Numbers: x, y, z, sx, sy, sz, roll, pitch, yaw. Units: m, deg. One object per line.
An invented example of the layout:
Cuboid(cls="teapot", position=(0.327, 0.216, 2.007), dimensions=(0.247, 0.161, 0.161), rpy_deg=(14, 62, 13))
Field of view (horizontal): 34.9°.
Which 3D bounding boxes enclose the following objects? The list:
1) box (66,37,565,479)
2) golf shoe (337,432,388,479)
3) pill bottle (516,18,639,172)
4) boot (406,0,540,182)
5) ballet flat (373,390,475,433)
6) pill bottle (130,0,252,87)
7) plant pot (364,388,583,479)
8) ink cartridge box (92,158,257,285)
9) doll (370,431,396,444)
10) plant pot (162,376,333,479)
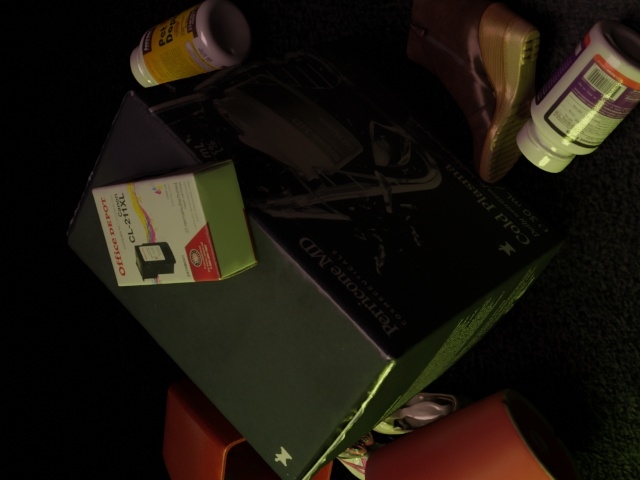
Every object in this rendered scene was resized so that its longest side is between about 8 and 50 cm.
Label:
Cuboid(cls="box", position=(0.000, 0.000, 1.429), dimensions=(0.480, 0.471, 0.297), rpy_deg=(44, 130, 16))
Cuboid(cls="golf shoe", position=(0.099, 0.383, 1.732), dimensions=(0.186, 0.067, 0.086), rpy_deg=(33, 141, 25))
Cuboid(cls="pill bottle", position=(0.342, -0.181, 1.320), dimensions=(0.108, 0.108, 0.193), rpy_deg=(48, 131, 13))
Cuboid(cls="boot", position=(0.207, -0.227, 1.447), dimensions=(0.207, 0.090, 0.248), rpy_deg=(33, 128, 39))
Cuboid(cls="ballet flat", position=(0.144, 0.282, 1.689), dimensions=(0.248, 0.086, 0.086), rpy_deg=(-8, 103, 39))
Cuboid(cls="pill bottle", position=(-0.224, -0.323, 1.716), dimensions=(0.215, 0.117, 0.117), rpy_deg=(-14, 99, 42))
Cuboid(cls="plant pot", position=(0.240, 0.367, 1.520), dimensions=(0.243, 0.275, 0.275), rpy_deg=(-40, 80, 17))
Cuboid(cls="ink cartridge box", position=(-0.173, -0.017, 1.196), dimensions=(0.175, 0.072, 0.127), rpy_deg=(-6, 103, 38))
Cuboid(cls="doll", position=(0.136, 0.392, 1.767), dimensions=(0.189, 0.046, 0.129), rpy_deg=(29, 112, 27))
Cuboid(cls="plant pot", position=(-0.148, 0.368, 1.863), dimensions=(0.235, 0.267, 0.267), rpy_deg=(34, 127, 38))
